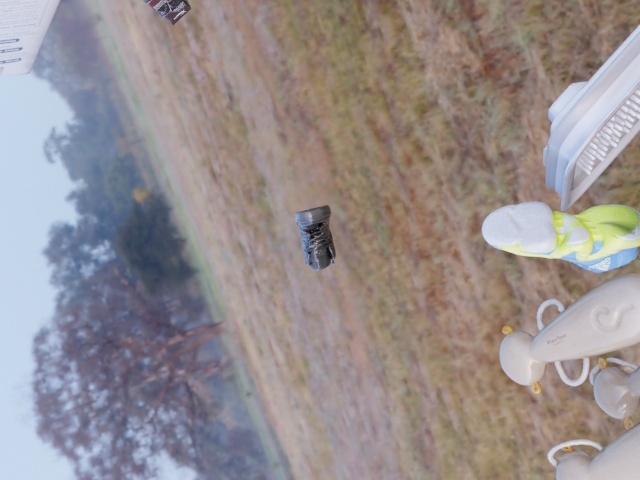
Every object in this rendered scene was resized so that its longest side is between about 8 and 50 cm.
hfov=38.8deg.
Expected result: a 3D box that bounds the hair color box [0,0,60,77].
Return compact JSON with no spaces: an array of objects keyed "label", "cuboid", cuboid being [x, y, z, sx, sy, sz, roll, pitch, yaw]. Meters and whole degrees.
[{"label":"hair color box","cuboid":[-0.478,-0.333,1.279,0.347,0.174,0.105,-27,79,60]}]

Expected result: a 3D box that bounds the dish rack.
[{"label":"dish rack","cuboid":[0.380,-0.198,1.094,0.072,0.333,0.285,42,-179,16]}]

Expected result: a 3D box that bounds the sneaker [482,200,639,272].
[{"label":"sneaker","cuboid":[0.372,0.008,1.391,0.126,0.240,0.091,62,-143,-51]}]

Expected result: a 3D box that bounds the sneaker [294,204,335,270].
[{"label":"sneaker","cuboid":[-0.003,0.001,1.292,0.170,0.051,0.089,102,155,-89]}]

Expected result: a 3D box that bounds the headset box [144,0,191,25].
[{"label":"headset box","cuboid":[-0.191,-0.292,1.029,0.083,0.032,0.062,37,-160,-46]}]

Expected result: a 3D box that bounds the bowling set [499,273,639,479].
[{"label":"bowling set","cuboid":[0.301,0.176,0.789,0.200,0.154,0.287,4,-120,-47]}]
